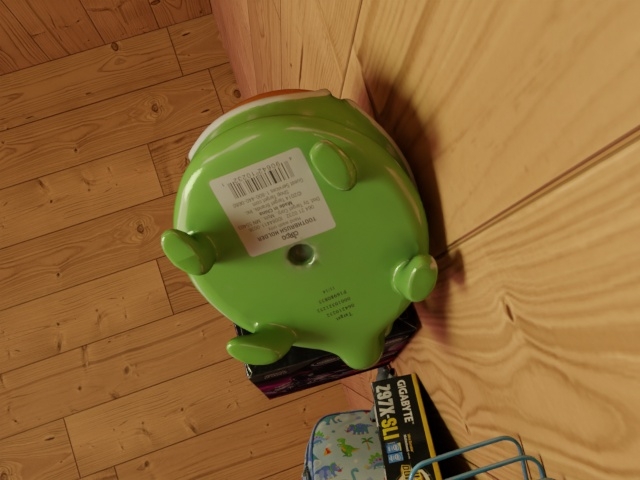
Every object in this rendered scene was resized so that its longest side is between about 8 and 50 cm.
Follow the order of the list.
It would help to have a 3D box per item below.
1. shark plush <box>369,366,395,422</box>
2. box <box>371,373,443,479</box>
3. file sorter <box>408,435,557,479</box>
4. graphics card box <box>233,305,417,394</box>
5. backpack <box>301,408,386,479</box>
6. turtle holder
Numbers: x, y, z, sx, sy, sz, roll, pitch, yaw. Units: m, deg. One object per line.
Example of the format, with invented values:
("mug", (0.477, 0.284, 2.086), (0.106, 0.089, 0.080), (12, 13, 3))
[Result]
("shark plush", (0.131, 0.260, 1.156), (0.161, 0.073, 0.067), (-83, 3, -53))
("box", (0.151, 0.401, 0.924), (0.257, 0.079, 0.322), (-91, -13, -62))
("file sorter", (0.151, 0.245, 0.502), (0.170, 0.118, 0.105), (-142, 38, -79))
("graphics card box", (0.005, 0.161, 0.987), (0.371, 0.232, 0.094), (91, 163, -71))
("backpack", (0.085, 0.551, 1.416), (0.355, 0.290, 0.274), (-105, 7, -77))
("turtle holder", (0.007, -0.016, 0.664), (0.320, 0.243, 0.227), (32, -153, -20))
